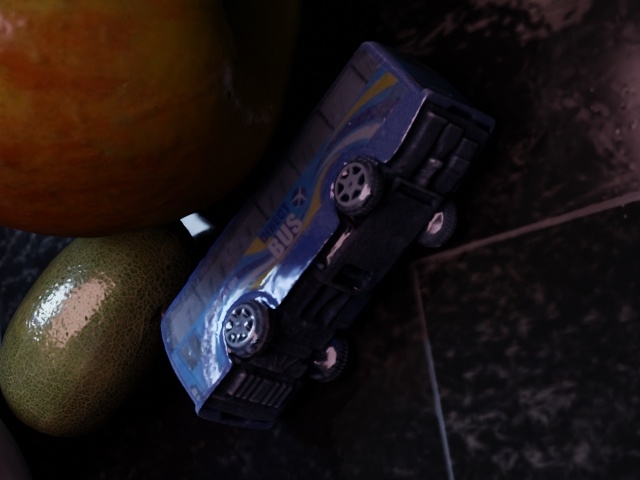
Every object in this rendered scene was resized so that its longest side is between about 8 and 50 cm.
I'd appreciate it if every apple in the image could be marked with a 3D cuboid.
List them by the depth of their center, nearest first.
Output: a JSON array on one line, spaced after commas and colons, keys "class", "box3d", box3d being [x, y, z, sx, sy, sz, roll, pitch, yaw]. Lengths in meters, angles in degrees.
[{"class": "apple", "box3d": [-0.134, -0.135, 0.973, 0.301, 0.301, 0.302, -5, 81, 34]}]

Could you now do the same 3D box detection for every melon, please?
[{"class": "melon", "box3d": [-0.137, 0.050, 1.057, 0.099, 0.099, 0.162, 43, 104, 30]}]

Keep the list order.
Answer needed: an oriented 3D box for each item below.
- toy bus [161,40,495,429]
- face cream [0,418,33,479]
[{"class": "toy bus", "box3d": [0.001, 0.000, 0.989, 0.236, 0.079, 0.094, -52, 44, 17]}, {"class": "face cream", "box3d": [-0.361, 0.191, 1.119, 0.357, 0.219, 0.313, 4, 88, 38]}]
